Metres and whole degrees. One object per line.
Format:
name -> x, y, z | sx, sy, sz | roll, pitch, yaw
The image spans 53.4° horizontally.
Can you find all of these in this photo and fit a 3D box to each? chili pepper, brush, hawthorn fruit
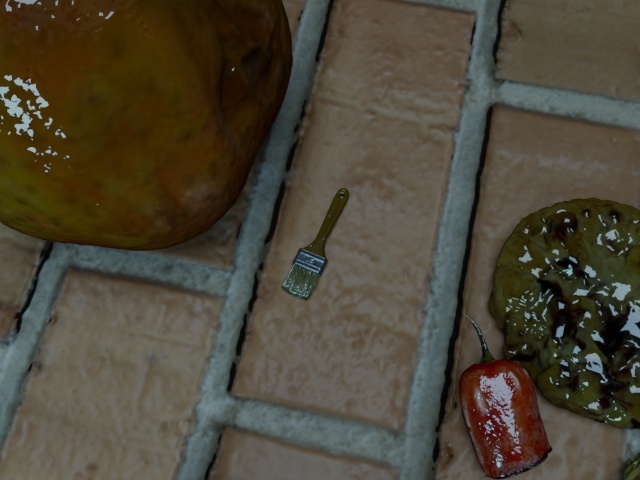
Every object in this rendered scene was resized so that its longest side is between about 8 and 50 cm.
chili pepper -> 0.209, 0.180, 0.766 | 0.086, 0.084, 0.192 | -10, 75, -19
brush -> 0.000, 0.000, 0.870 | 0.043, 0.014, 0.169 | 22, 72, 11
hawthorn fruit -> -0.242, -0.221, 0.735 | 0.472, 0.471, 0.471 | 0, 71, 1

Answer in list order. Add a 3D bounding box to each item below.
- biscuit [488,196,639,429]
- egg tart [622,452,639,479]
biscuit -> 0.382, 0.087, 0.796 | 0.334, 0.081, 0.289 | 25, 73, 11
egg tart -> 0.457, 0.322, 0.663 | 0.291, 0.291, 0.107 | -21, 115, -6
